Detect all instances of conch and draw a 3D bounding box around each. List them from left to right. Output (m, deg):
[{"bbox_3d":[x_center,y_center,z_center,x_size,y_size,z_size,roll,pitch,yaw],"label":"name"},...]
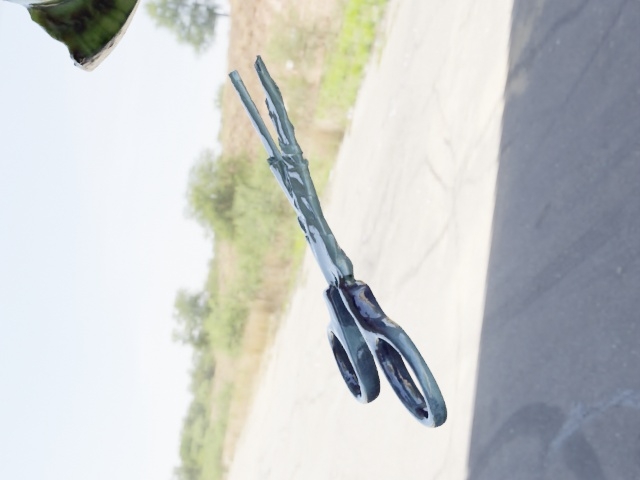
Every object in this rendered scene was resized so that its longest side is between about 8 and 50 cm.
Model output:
[{"bbox_3d":[-0.187,-0.214,0.661,0.187,0.124,0.181,62,-168,-20],"label":"conch"}]

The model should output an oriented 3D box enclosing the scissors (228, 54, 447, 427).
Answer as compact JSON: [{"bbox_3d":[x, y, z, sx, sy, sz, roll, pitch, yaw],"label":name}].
[{"bbox_3d":[0.000,0.000,0.908,0.383,0.029,0.256,65,164,-2],"label":"scissors"}]
